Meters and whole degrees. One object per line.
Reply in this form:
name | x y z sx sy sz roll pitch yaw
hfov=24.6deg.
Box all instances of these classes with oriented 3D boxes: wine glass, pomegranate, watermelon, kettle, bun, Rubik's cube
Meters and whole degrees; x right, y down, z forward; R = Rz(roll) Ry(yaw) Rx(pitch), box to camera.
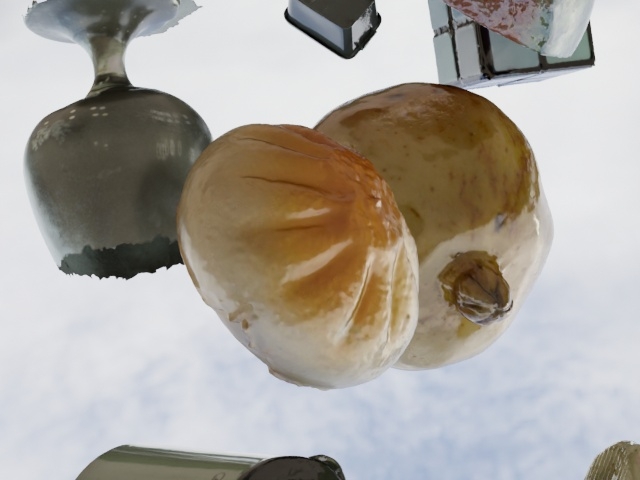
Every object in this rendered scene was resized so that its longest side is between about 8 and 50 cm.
wine glass | -0.235 -0.124 1.720 0.238 0.323 0.238 -6 169 -1
pomegranate | 0.133 -0.008 1.914 0.410 0.410 0.410 -10 -149 6
watermelon | 0.235 -0.318 1.838 0.292 0.250 0.283 -15 -147 24
kettle | -0.170 0.425 1.872 0.376 0.250 0.361 -10 -143 52
bun | 0.404 0.348 1.860 0.127 0.193 0.178 14 -164 -10
Rubik's cube | 0.268 -0.315 2.102 0.183 0.180 0.167 -7 -179 -19
bun | 0.000 0.000 1.491 0.165 0.299 0.299 -39 -161 29

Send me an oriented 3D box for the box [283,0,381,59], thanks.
box | 0.015 -0.301 1.892 0.122 0.069 0.084 34 -105 13
